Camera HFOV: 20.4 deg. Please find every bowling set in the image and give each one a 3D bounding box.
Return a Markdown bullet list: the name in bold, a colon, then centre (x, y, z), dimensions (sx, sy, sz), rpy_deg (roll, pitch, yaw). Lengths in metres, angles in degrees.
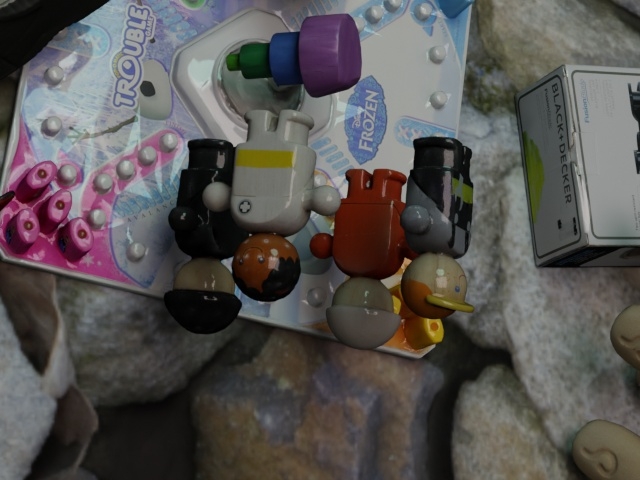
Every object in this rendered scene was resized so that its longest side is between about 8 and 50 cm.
- **bowling set**: centre (0.352, 0.093, 1.523), dimensions (0.200, 0.154, 0.287), rpy_deg (-15, 125, -49)

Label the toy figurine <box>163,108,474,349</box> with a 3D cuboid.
- **toy figurine**: centre (0.000, 0.000, 1.324), dimensions (0.213, 0.209, 0.148), rpy_deg (10, 80, -22)

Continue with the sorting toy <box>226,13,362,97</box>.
- **sorting toy**: centre (-0.031, -0.291, 1.456), dimensions (0.126, 0.127, 0.366), rpy_deg (-2, 77, 17)

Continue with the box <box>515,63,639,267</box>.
- **box**: centre (0.328, -0.065, 1.622), dimensions (0.290, 0.087, 0.169), rpy_deg (-1, 77, -26)

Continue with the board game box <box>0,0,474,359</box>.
- **board game box**: centre (-0.050, -0.130, 1.480), dimensions (0.390, 0.050, 0.390), rpy_deg (15, 71, -21)

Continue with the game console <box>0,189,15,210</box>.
- **game console**: centre (-0.305, -0.012, 1.273), dimensions (0.124, 0.144, 0.085), rpy_deg (29, 65, -16)

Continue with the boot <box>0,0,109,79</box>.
- **boot**: centre (-0.266, -0.226, 1.385), dimensions (0.236, 0.085, 0.179), rpy_deg (-32, 62, 0)
